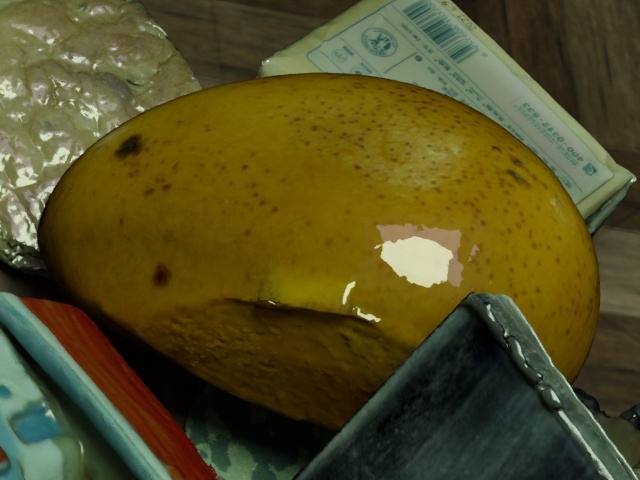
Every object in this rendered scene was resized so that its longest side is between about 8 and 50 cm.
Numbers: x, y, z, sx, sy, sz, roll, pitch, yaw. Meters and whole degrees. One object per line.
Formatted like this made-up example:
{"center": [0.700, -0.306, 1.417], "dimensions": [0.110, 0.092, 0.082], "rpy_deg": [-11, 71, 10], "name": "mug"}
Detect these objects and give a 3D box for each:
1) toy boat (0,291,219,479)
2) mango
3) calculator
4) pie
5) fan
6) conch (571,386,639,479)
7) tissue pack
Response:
{"center": [-0.098, 0.179, 0.792], "dimensions": [0.133, 0.145, 0.332], "rpy_deg": [-4, 50, -52], "name": "toy boat"}
{"center": [0.000, 0.000, 0.911], "dimensions": [0.290, 0.160, 0.191], "rpy_deg": [10, 47, 7], "name": "mango"}
{"center": [0.042, 0.160, 0.813], "dimensions": [0.021, 0.261, 0.161], "rpy_deg": [-10, 59, -49], "name": "calculator"}
{"center": [-0.142, -0.060, 1.020], "dimensions": [0.185, 0.052, 0.218], "rpy_deg": [-20, 68, -34], "name": "pie"}
{"center": [-0.009, 0.130, 0.965], "dimensions": [0.131, 0.009, 0.240], "rpy_deg": [5, 55, -18], "name": "fan"}
{"center": [0.163, 0.161, 0.858], "dimensions": [0.313, 0.241, 0.186], "rpy_deg": [3, 79, 23], "name": "conch"}
{"center": [0.067, -0.049, 1.069], "dimensions": [0.196, 0.092, 0.148], "rpy_deg": [45, 53, 14], "name": "tissue pack"}
